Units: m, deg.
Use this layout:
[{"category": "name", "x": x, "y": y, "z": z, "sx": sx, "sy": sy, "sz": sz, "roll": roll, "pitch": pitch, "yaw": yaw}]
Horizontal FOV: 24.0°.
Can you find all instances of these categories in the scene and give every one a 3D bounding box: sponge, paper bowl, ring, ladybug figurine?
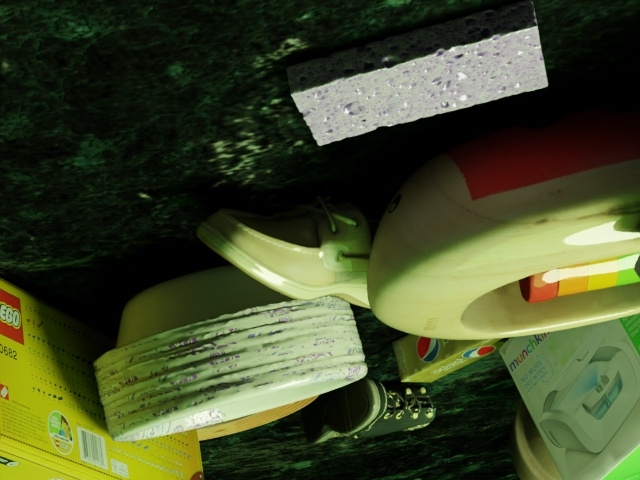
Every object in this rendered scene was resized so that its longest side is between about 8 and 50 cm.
[{"category": "sponge", "x": 0.084, "y": -0.139, "z": 1.268, "sx": 0.210, "sy": 0.031, "sz": 0.117, "roll": -14, "pitch": 159, "yaw": 6}, {"category": "paper bowl", "x": -0.101, "y": 0.112, "z": 1.609, "sx": 0.284, "sy": 0.148, "sz": 0.284, "roll": -13, "pitch": 171, "yaw": -2}, {"category": "ring", "x": -0.162, "y": 0.214, "z": 2.024, "sx": 0.336, "sy": 0.032, "sz": 0.336, "roll": -10, "pitch": 159, "yaw": -4}, {"category": "ladybug figurine", "x": 0.258, "y": -0.024, "z": 1.474, "sx": 0.449, "sy": 0.162, "sz": 0.305, "roll": -9, "pitch": 158, "yaw": -7}]

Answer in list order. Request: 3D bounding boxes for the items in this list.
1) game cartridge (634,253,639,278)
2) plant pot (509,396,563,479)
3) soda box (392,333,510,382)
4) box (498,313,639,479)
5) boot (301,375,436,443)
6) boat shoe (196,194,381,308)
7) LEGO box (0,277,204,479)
[{"category": "game cartridge", "x": 0.427, "y": -0.107, "z": 1.280, "sx": 0.230, "sy": 0.068, "sz": 0.355, "roll": -2, "pitch": 126, "yaw": -33}, {"category": "plant pot", "x": 0.413, "y": 0.248, "z": 2.199, "sx": 0.263, "sy": 0.263, "sz": 0.229, "roll": -10, "pitch": 142, "yaw": -6}, {"category": "soda box", "x": 0.180, "y": 0.131, "z": 1.980, "sx": 0.061, "sy": 0.058, "sz": 0.181, "roll": 7, "pitch": 153, "yaw": -42}, {"category": "box", "x": 0.373, "y": 0.148, "z": 1.814, "sx": 0.126, "sy": 0.231, "sz": 0.262, "roll": 0, "pitch": 143, "yaw": -35}, {"category": "boot", "x": 0.090, "y": 0.233, "z": 2.163, "sx": 0.178, "sy": 0.085, "sz": 0.236, "roll": -5, "pitch": 165, "yaw": -24}, {"category": "boat shoe", "x": 0.000, "y": 0.000, "z": 1.509, "sx": 0.302, "sy": 0.109, "sz": 0.098, "roll": 15, "pitch": 108, "yaw": -48}, {"category": "LEGO box", "x": -0.407, "y": 0.226, "z": 1.668, "sx": 0.372, "sy": 0.193, "sz": 0.500, "roll": -18, "pitch": 154, "yaw": 17}]
